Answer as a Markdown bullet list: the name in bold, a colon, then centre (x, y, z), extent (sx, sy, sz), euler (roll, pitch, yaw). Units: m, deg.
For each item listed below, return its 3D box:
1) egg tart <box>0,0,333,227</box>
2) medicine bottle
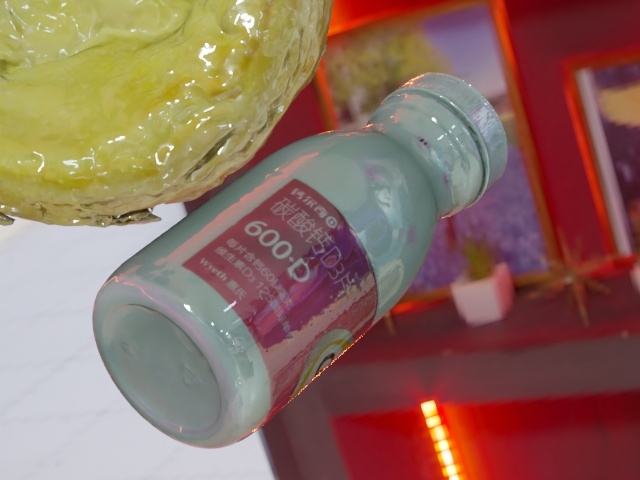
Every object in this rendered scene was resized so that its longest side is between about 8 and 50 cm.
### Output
- **egg tart**: centre (-0.144, -0.162, 0.981), extent (0.315, 0.315, 0.120), euler (-20, 2, -6)
- **medicine bottle**: centre (0.000, 0.000, 0.746), extent (0.090, 0.090, 0.217), euler (-2, 28, 45)
